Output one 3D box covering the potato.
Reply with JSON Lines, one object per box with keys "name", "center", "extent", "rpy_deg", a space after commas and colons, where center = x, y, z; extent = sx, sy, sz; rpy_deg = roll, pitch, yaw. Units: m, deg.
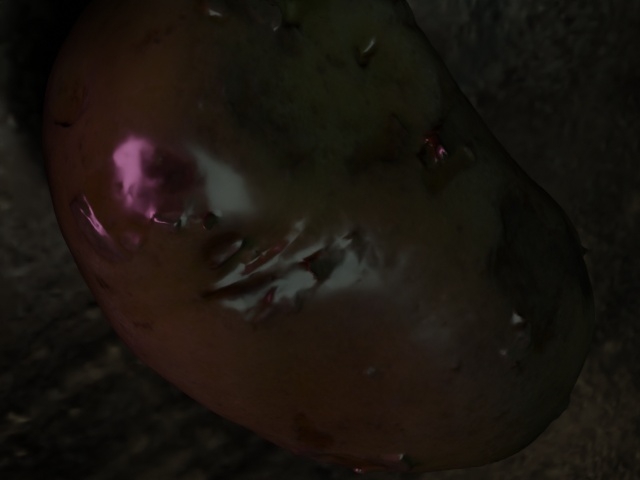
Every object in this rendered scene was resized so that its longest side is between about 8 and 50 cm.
{"name": "potato", "center": [0.000, 0.000, 0.585], "extent": [0.165, 0.165, 0.262], "rpy_deg": [-40, 120, 1]}
